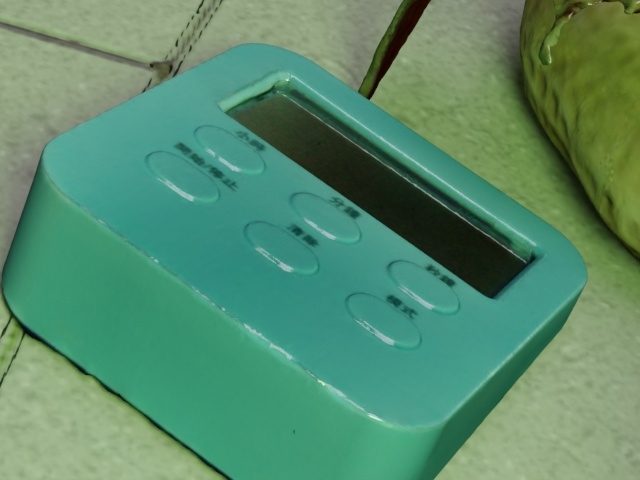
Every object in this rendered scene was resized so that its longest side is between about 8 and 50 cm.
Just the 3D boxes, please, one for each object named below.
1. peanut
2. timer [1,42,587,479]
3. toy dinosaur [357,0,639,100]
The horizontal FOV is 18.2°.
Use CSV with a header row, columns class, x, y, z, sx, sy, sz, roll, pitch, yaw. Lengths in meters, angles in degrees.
class,x,y,z,sx,sy,sz,roll,pitch,yaw
peanut,0.186,-0.088,1.116,0.137,0.122,0.253,-12,50,-17
timer,0.000,0.000,0.982,0.232,0.091,0.250,34,42,11
toy dinosaur,0.169,-0.109,1.007,0.327,0.113,0.206,-9,28,7
